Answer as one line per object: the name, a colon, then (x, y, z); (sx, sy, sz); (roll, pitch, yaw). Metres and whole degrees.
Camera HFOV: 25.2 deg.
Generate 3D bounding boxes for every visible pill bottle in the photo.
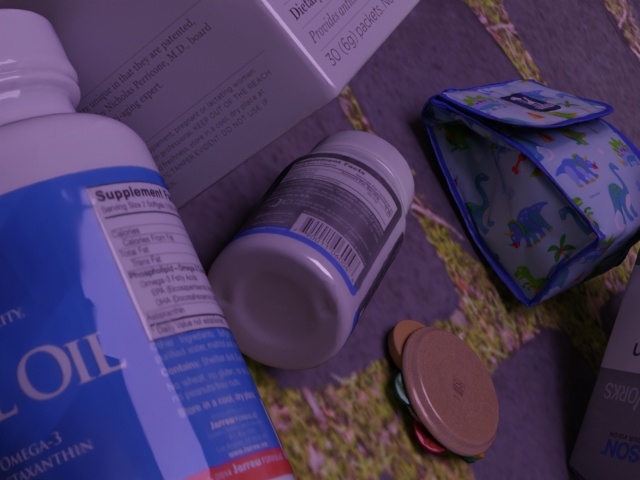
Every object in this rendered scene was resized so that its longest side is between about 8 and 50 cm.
pill bottle: (0.000, 0.000, 0.757); (0.078, 0.078, 0.137); (49, 35, -11)
pill bottle: (-0.107, 0.027, 0.567); (0.124, 0.124, 0.221); (-10, 71, -53)

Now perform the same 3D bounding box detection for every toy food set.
toy food set: (0.072, 0.088, 0.826); (0.083, 0.020, 0.082); (29, 44, -35)

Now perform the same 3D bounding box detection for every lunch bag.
lunch bag: (0.150, -0.047, 0.970); (0.129, 0.096, 0.151); (-16, 62, -51)

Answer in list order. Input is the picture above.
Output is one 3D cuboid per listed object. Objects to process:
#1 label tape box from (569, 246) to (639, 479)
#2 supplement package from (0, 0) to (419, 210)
label tape box: (0.286, 0.138, 0.940); (0.240, 0.106, 0.333); (28, 76, -35)
supplement package: (-0.111, -0.172, 0.670); (0.293, 0.175, 0.177); (50, 36, -10)
